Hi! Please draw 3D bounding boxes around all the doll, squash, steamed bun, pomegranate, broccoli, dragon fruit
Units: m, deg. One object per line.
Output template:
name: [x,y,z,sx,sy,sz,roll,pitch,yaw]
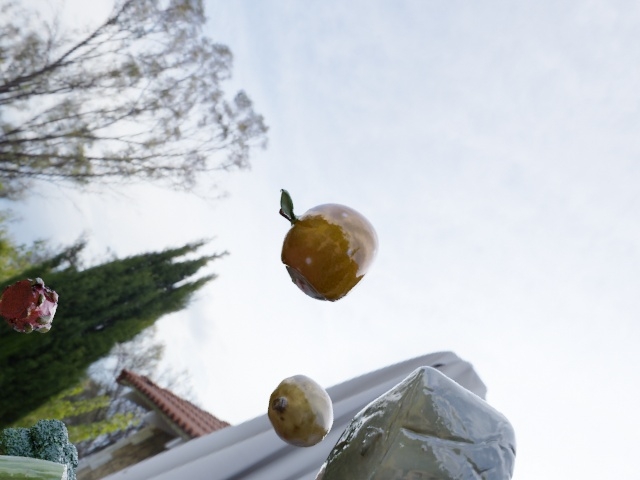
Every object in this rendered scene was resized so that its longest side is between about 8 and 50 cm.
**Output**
doll: [0.000,0.000,1.187,0.236,0.213,0.213,46,-32,3]
squash: [-0.708,0.538,1.367,0.083,0.250,0.083,-36,-134,48]
steamed bun: [0.130,0.411,0.934,0.247,0.236,0.384,37,-66,-3]
pomegranate: [-0.058,0.440,1.538,0.196,0.196,0.196,37,-41,41]
broccoli: [-0.791,0.635,1.613,0.245,0.265,0.295,18,-72,13]
dragon fruit: [-0.729,0.163,1.495,0.150,0.133,0.207,44,-14,-7]
